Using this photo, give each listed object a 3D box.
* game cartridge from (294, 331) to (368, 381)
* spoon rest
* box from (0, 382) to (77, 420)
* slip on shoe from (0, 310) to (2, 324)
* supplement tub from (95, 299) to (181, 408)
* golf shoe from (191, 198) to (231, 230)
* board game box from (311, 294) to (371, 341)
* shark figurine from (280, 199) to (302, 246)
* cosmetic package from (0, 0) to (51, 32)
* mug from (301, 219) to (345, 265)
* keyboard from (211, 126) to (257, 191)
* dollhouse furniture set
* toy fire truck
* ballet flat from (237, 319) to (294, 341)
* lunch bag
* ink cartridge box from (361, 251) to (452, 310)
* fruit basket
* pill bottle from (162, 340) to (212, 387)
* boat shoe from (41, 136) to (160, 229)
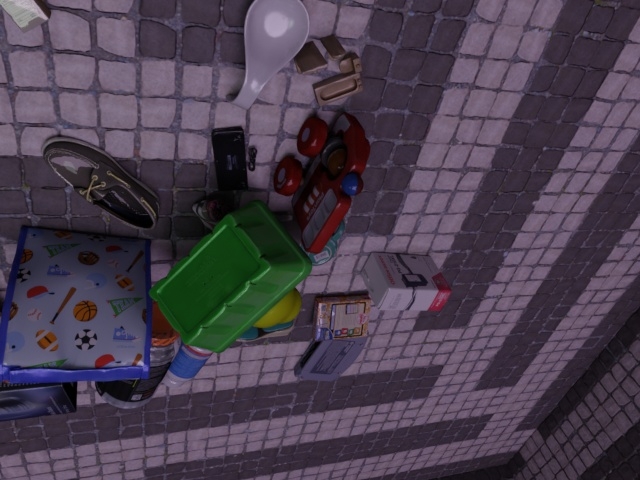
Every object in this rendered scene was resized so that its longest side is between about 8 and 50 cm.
[{"bbox_3d":[0.048,0.418,1.961,0.196,0.060,0.294,15,124,-27],"label":"game cartridge"},{"bbox_3d":[-0.122,-0.398,1.132,0.137,0.084,0.276,17,124,-26],"label":"spoon rest"},{"bbox_3d":[-0.846,0.378,1.450,0.294,0.183,0.296,-2,150,-17],"label":"box"},{"bbox_3d":[-0.900,0.167,1.354,0.123,0.101,0.331,-15,148,-15],"label":"slip on shoe"},{"bbox_3d":[-0.538,0.338,1.570,0.193,0.193,0.316,14,125,-30],"label":"supplement tub"},{"bbox_3d":[-0.270,-0.052,1.418,0.086,0.067,0.186,1,150,27],"label":"golf shoe"},{"bbox_3d":[0.072,0.264,1.799,0.193,0.045,0.147,0,108,-20],"label":"board game box"},{"bbox_3d":[-0.128,-0.003,1.470,0.116,0.166,0.278,-13,168,-46],"label":"shark figurine"},{"bbox_3d":[-0.556,-0.447,0.957,0.060,0.041,0.115,-25,135,3],"label":"cosmetic package"},{"bbox_3d":[-0.009,0.002,1.528,0.129,0.097,0.158,11,126,-28],"label":"mug"},{"bbox_3d":[-0.212,-0.202,1.323,0.108,0.023,0.180,-5,133,-8],"label":"keyboard"},{"bbox_3d":[0.030,-0.365,1.192,0.144,0.123,0.151,-21,134,-1],"label":"dollhouse furniture set"},{"bbox_3d":[0.024,-0.147,1.296,0.169,0.254,0.302,16,124,-31],"label":"toy fire truck"},{"bbox_3d":[-0.209,0.296,1.742,0.248,0.086,0.086,-2,131,-20],"label":"ballet flat"},{"bbox_3d":[-0.584,0.180,1.277,0.328,0.385,0.239,4,128,-25],"label":"lunch bag"},{"bbox_3d":[0.274,0.134,1.701,0.237,0.172,0.100,4,129,-23],"label":"ink cartridge box"},{"bbox_3d":[-0.196,0.109,1.371,0.392,0.283,0.392,-38,168,-10],"label":"fruit basket"},{"bbox_3d":[-0.431,0.373,1.691,0.124,0.124,0.221,21,120,-34],"label":"pill bottle"},{"bbox_3d":[-0.505,-0.127,1.232,0.109,0.091,0.305,-39,132,15],"label":"boat shoe"}]
